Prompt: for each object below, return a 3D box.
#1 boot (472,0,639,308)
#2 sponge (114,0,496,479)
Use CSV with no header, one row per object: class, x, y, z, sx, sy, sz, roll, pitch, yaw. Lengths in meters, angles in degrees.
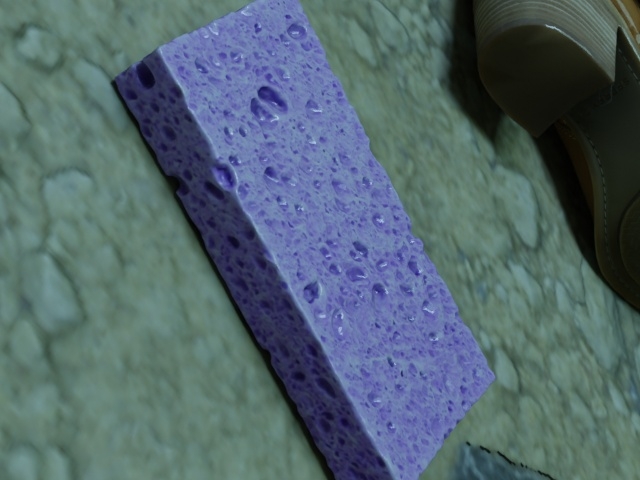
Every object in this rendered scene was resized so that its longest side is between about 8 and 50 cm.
boot,0.192,-0.093,0.970,0.283,0.109,0.220,41,35,-21
sponge,0.000,0.000,0.685,0.210,0.031,0.117,61,33,-5
